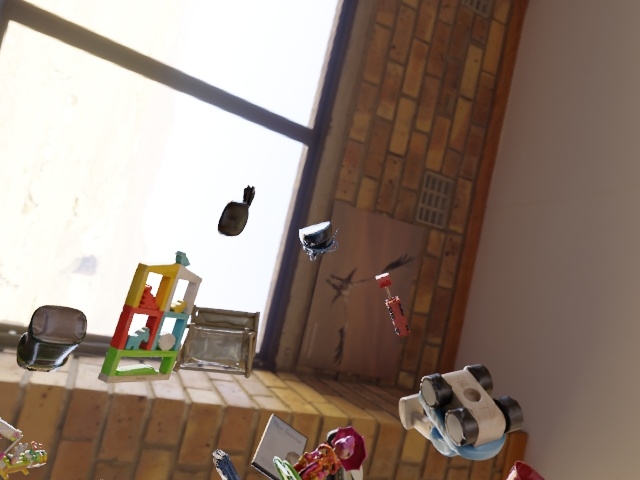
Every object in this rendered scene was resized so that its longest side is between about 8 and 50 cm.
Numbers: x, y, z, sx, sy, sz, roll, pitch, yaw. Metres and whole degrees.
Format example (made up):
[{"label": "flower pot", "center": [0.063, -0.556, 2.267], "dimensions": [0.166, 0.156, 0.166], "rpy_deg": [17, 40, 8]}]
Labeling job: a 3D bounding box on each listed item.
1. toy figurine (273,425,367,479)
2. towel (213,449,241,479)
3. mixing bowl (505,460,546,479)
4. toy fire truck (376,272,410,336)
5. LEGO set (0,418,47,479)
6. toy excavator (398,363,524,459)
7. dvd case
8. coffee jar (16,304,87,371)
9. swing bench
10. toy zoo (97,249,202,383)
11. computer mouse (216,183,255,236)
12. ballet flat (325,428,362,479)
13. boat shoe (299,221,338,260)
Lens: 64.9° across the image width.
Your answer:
[{"label": "toy figurine", "center": [0.014, 0.401, 0.923], "dimensions": [0.130, 0.159, 0.173], "rpy_deg": [46, -27, 28]}, {"label": "towel", "center": [-0.187, 0.497, 1.047], "dimensions": [0.067, 0.029, 0.119], "rpy_deg": [-20, -82, 61]}, {"label": "mixing bowl", "center": [0.502, 0.637, 1.208], "dimensions": [0.098, 0.182, 0.181], "rpy_deg": [-49, -150, 16]}, {"label": "toy fire truck", "center": [0.251, 0.222, 1.738], "dimensions": [0.135, 0.047, 0.191], "rpy_deg": [-103, 173, -70]}, {"label": "LEGO set", "center": [-0.764, 0.499, 1.241], "dimensions": [0.107, 0.287, 0.132], "rpy_deg": [-48, -139, -11]}, {"label": "toy excavator", "center": [0.428, 0.616, 1.742], "dimensions": [0.433, 0.223, 0.444], "rpy_deg": [-125, -145, -50]}, {"label": "dvd case", "center": [-0.150, 0.808, 1.934], "dimensions": [0.022, 0.180, 0.253], "rpy_deg": [-51, -175, 26]}, {"label": "coffee jar", "center": [-0.518, 0.192, 0.965], "dimensions": [0.184, 0.096, 0.079], "rpy_deg": [-40, -134, 41]}, {"label": "swing bench", "center": [-0.351, 0.342, 1.745], "dimensions": [0.254, 0.254, 0.165], "rpy_deg": [-98, -165, -81]}, {"label": "toy zoo", "center": [-0.354, 0.161, 1.096], "dimensions": [0.030, 0.192, 0.293], "rpy_deg": [15, -96, 25]}, {"label": "computer mouse", "center": [-0.262, -0.079, 1.637], "dimensions": [0.272, 0.072, 0.188], "rpy_deg": [-68, -179, -78]}, {"label": "ballet flat", "center": [0.058, 0.598, 1.201], "dimensions": [0.096, 0.095, 0.280], "rpy_deg": [-5, -90, 52]}, {"label": "boat shoe", "center": [0.000, 0.000, 1.382], "dimensions": [0.258, 0.109, 0.088], "rpy_deg": [-95, 167, -87]}]
